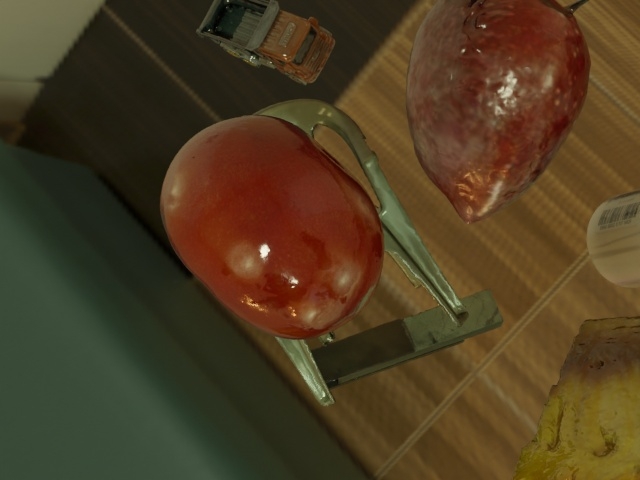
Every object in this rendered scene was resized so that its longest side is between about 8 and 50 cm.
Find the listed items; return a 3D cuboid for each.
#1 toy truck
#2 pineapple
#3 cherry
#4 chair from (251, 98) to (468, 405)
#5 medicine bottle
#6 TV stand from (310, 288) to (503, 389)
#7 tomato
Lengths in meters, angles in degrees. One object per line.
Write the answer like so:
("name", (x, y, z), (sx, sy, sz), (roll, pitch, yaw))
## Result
("toy truck", (-0.079, -0.282, 1.903), (0.192, 0.092, 0.083), (26, 86, 35))
("pineapple", (0.233, 0.148, 1.028), (0.115, 0.236, 0.186), (-9, 86, 35))
("cherry", (0.169, -0.137, 1.353), (0.175, 0.192, 0.249), (11, 92, -21))
("chair", (0.000, 0.000, 1.545), (0.203, 0.190, 0.274), (-30, 111, 4))
("medicine bottle", (0.351, -0.008, 1.403), (0.103, 0.187, 0.102), (2, 84, -15))
("TV stand", (0.103, 0.127, 1.767), (0.257, 0.040, 0.049), (-19, 67, -8))
("tomato", (-0.034, -0.013, 1.077), (0.195, 0.195, 0.136), (42, 94, 15))
